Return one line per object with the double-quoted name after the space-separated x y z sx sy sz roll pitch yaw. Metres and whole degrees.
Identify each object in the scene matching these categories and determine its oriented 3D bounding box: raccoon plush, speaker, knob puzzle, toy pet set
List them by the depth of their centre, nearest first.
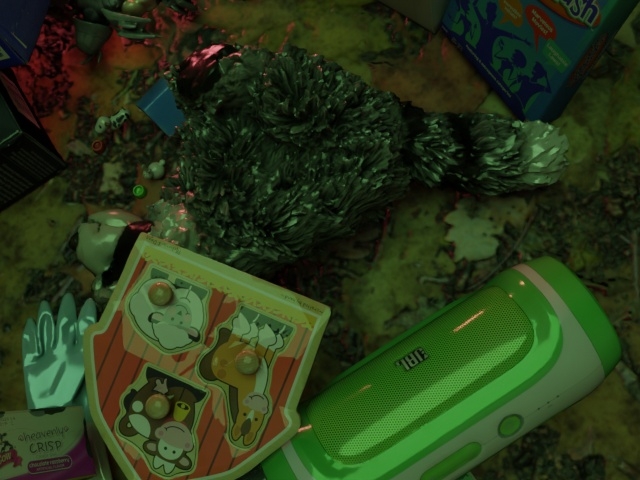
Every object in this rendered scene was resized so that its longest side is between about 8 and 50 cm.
-0.105 0.112 0.660 0.213 0.030 0.213 0 86 6 "knob puzzle"
0.098 0.136 0.703 0.296 0.131 0.131 -33 73 -2 "speaker"
0.000 0.000 0.766 0.446 0.216 0.299 6 78 10 "raccoon plush"
-0.185 -0.111 0.900 0.114 0.065 0.122 -45 74 -5 "toy pet set"

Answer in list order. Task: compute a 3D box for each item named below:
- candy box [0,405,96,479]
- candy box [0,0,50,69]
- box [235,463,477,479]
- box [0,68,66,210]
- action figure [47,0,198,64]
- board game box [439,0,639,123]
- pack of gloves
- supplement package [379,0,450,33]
-0.342 0.218 0.747 0.233 0.159 0.071 -26 71 27 "candy box"
-0.427 -0.289 0.870 0.317 0.122 0.268 -7 56 19 "candy box"
0.006 0.299 0.765 0.322 0.058 0.232 -35 73 -3 "box"
-0.415 -0.099 0.910 0.207 0.108 0.153 -33 72 -1 "box"
-0.215 -0.328 0.952 0.185 0.099 0.285 20 83 6 "action figure"
0.204 -0.226 0.796 0.047 0.210 0.160 -29 71 -22 "board game box"
-0.197 0.158 0.852 0.195 0.046 0.232 -7 74 -8 "pack of gloves"
0.065 -0.398 0.868 0.262 0.199 0.198 35 83 15 "supplement package"
